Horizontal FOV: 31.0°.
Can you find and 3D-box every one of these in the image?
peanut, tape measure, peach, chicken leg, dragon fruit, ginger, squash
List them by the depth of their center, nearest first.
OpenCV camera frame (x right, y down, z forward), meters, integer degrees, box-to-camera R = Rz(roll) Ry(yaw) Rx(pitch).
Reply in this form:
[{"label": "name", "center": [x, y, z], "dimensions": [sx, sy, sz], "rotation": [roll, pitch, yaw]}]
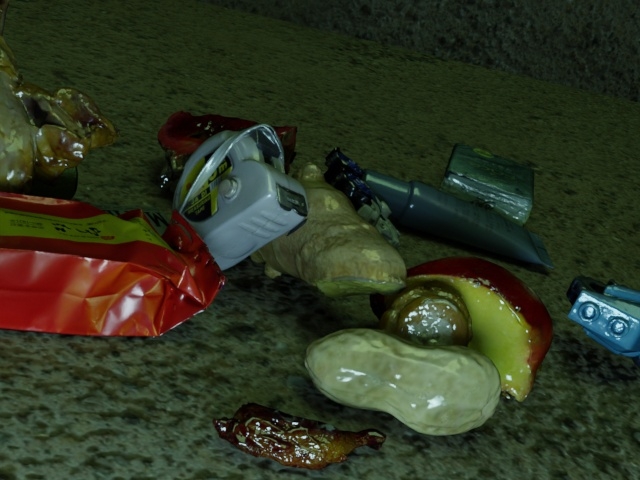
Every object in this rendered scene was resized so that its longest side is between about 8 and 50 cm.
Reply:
[{"label": "chicken leg", "center": [-0.020, 0.226, 1.330], "dimensions": [0.219, 0.048, 0.089], "rotation": [11, 26, -16]}, {"label": "peanut", "center": [0.105, 0.178, 1.459], "dimensions": [0.257, 0.123, 0.123], "rotation": [12, 22, -6]}, {"label": "tape measure", "center": [-0.130, -0.065, 1.667], "dimensions": [0.120, 0.236, 0.197], "rotation": [24, 44, -40]}, {"label": "chicken leg", "center": [-0.441, -0.193, 1.674], "dimensions": [0.295, 0.182, 0.409], "rotation": [-2, 55, -10]}, {"label": "ginger", "center": [0.000, 0.000, 1.682], "dimensions": [0.126, 0.189, 0.354], "rotation": [13, 15, -43]}, {"label": "peach", "center": [0.212, 0.101, 1.686], "dimensions": [0.267, 0.158, 0.154], "rotation": [22, 16, 16]}, {"label": "squash", "center": [-0.448, -0.099, 1.740], "dimensions": [0.132, 0.105, 0.105], "rotation": [-13, 36, -36]}, {"label": "dragon fruit", "center": [-0.192, -0.126, 1.968], "dimensions": [0.262, 0.134, 0.212], "rotation": [14, 28, 36]}]

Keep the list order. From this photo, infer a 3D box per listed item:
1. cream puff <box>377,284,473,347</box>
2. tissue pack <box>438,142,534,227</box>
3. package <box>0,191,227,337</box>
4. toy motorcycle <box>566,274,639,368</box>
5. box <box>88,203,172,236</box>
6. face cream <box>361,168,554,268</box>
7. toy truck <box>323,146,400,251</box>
[{"label": "cream puff", "center": [0.140, 0.128, 1.575], "dimensions": [0.126, 0.144, 0.103], "rotation": [39, 3, -7]}, {"label": "tissue pack", "center": [0.345, -0.114, 2.385], "dimensions": [0.185, 0.081, 0.257], "rotation": [19, 20, 4]}, {"label": "package", "center": [-0.348, 0.025, 1.464], "dimensions": [0.424, 0.123, 0.196], "rotation": [5, 27, -30]}, {"label": "toy motorcycle", "center": [0.561, 0.173, 1.732], "dimensions": [0.416, 0.172, 0.232], "rotation": [31, 17, 9]}, {"label": "box", "center": [-0.304, -0.018, 1.720], "dimensions": [0.178, 0.035, 0.115], "rotation": [2, 27, -34]}, {"label": "face cream", "center": [0.247, -0.039, 2.134], "dimensions": [0.385, 0.086, 0.135], "rotation": [19, 24, -11]}, {"label": "toy truck", "center": [0.048, -0.030, 1.902], "dimensions": [0.177, 0.161, 0.213], "rotation": [35, 16, -20]}]
